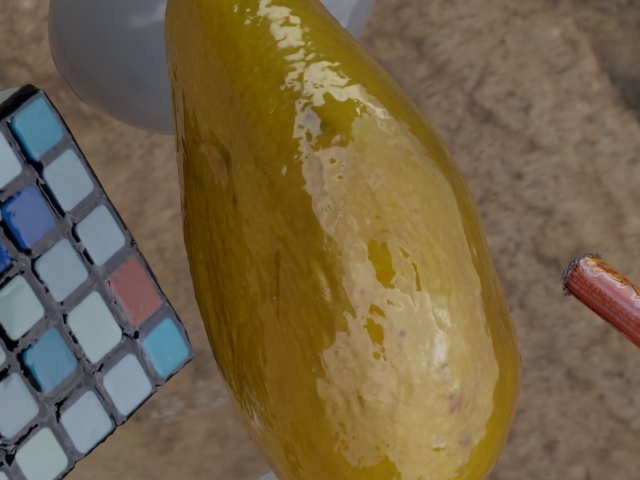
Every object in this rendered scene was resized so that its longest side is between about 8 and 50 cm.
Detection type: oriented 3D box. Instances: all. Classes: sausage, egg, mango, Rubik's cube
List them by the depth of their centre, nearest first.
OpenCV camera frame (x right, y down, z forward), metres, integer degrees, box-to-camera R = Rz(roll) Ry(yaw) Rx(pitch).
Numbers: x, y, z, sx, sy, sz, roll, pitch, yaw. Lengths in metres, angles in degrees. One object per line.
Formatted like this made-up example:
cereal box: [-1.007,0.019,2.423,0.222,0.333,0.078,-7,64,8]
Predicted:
mango: [0.000,0.000,0.826,0.119,0.176,0.317,-16,68,-21]
Rubik's cube: [-0.218,0.042,1.005,0.184,0.182,0.187,-44,116,-37]
egg: [-0.069,-0.162,1.221,0.176,0.232,0.176,-10,90,-66]
sausage: [0.266,0.065,1.522,0.048,0.145,0.050,-43,142,-7]

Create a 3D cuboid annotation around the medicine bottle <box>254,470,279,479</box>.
medicine bottle: [0.058,0.251,1.291,0.144,0.252,0.144,-20,115,-52]
